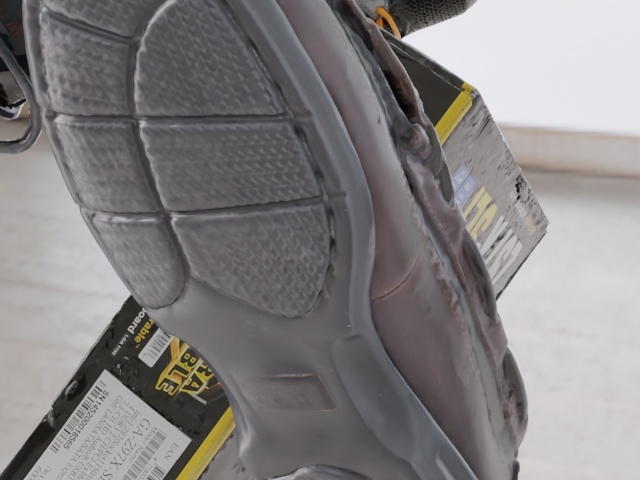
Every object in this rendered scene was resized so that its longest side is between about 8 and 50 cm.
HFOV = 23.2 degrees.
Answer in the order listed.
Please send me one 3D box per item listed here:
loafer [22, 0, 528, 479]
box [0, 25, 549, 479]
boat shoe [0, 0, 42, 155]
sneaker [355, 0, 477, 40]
[{"bbox_3d":[0.000,0.000,0.515,0.109,0.302,0.095,2,42,33],"label":"loafer"},{"bbox_3d":[-0.001,0.048,0.782,0.079,0.322,0.257,34,89,17],"label":"box"},{"bbox_3d":[-0.179,-0.125,0.651,0.500,0.187,0.156,-36,29,-25],"label":"boat shoe"},{"bbox_3d":[-0.001,-0.130,0.969,0.215,0.084,0.083,-13,60,13],"label":"sneaker"}]
